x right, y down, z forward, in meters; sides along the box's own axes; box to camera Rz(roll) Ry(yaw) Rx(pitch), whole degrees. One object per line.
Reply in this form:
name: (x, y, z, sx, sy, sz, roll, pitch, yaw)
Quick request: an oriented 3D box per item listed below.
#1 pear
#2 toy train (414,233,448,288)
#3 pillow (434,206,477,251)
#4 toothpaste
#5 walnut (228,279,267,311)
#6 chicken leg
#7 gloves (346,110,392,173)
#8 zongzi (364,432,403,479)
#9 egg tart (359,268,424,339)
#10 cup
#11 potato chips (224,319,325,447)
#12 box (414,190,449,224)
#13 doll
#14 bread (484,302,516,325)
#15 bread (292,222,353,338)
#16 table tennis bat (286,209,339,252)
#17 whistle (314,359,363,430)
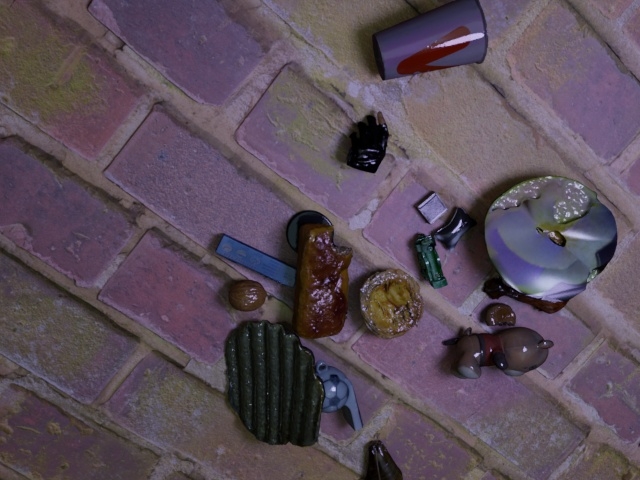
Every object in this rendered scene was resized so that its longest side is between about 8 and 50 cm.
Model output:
pear: (0.701, -0.003, 1.508, 0.399, 0.165, 0.399, -1, 80, 5)
toy train: (0.357, 0.065, 1.548, 0.071, 0.104, 0.178, -19, 104, 2)
pillow: (0.446, -0.038, 1.562, 0.136, 0.055, 0.091, -49, 136, 8)
toothpaste: (-0.195, 0.065, 1.503, 0.272, 0.053, 0.066, 26, 94, -12)
walnut: (-0.229, 0.175, 1.501, 0.124, 0.105, 0.105, 6, 102, -20)
chicken leg: (0.712, 0.190, 1.637, 0.304, 0.093, 0.113, 7, 113, -5)
gloves: (0.155, -0.300, 1.434, 0.129, 0.106, 0.181, 15, 105, -9)
zongzi: (0.179, 0.823, 1.720, 0.184, 0.084, 0.187, -28, 98, 10)
egg tart: (0.223, 0.205, 1.570, 0.252, 0.098, 0.232, 36, 90, -18)
cup: (0.305, -0.565, 1.362, 0.288, 0.203, 0.203, -15, 105, 3)
potato chips: (-0.151, 0.469, 1.534, 0.358, 0.070, 0.429, 3, 97, 23)
box: (0.362, -0.104, 1.543, 0.079, 0.035, 0.083, -41, 104, 3)
doll: (0.602, 0.378, 1.617, 0.330, 0.235, 0.174, -3, 68, -4)
bread: (0.619, 0.259, 1.645, 0.113, 0.060, 0.082, 6, 75, -14)
bread: (0.013, 0.127, 1.485, 0.185, 0.109, 0.380, -3, 110, -22)
table tennis bat: (0.000, 0.000, 1.525, 0.236, 0.027, 0.150, 33, 99, -12)
whistle: (0.032, 0.526, 1.590, 0.163, 0.163, 0.290, -16, 108, -4)
